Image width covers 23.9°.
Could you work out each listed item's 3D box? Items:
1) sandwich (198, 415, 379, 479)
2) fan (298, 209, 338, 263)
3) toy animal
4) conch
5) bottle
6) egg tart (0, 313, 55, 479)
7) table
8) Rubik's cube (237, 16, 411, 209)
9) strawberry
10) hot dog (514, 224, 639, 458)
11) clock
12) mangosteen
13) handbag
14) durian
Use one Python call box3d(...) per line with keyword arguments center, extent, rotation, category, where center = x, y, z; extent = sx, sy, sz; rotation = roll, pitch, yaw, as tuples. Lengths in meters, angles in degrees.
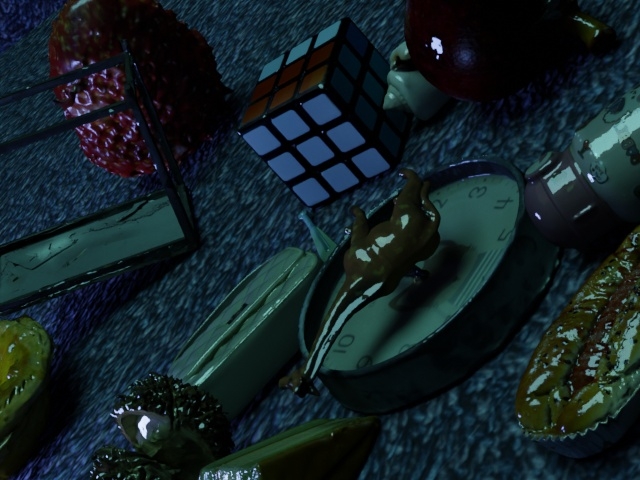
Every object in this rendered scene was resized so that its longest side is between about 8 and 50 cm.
box3d(center=(-0.019, 0.272, 1.555), extent=(0.187, 0.144, 0.117), rotation=(-17, 4, -40), category="sandwich")
box3d(center=(0.000, 0.000, 1.945), extent=(0.038, 0.016, 0.193), rotation=(-44, 25, 4), category="fan")
box3d(center=(0.039, 0.044, 1.607), extent=(0.224, 0.066, 0.229), rotation=(-34, 32, 21), category="toy animal")
box3d(center=(0.152, -0.226, 1.980), extent=(0.176, 0.104, 0.094), rotation=(-32, 8, 2), category="conch")
box3d(center=(0.316, -0.087, 1.486), extent=(0.253, 0.120, 0.120), rotation=(-35, 26, 17), category="bottle")
box3d(center=(-0.486, 0.256, 2.142), extent=(0.341, 0.129, 0.341), rotation=(-33, 26, 19), category="egg tart")
box3d(center=(-0.389, -0.094, 2.246), extent=(0.335, 0.272, 0.222), rotation=(-20, 28, 1), category="table")
box3d(center=(0.010, -0.168, 2.020), extent=(0.163, 0.162, 0.160), rotation=(-27, 30, 34), category="Rubik's cube")
box3d(center=(-0.324, -0.253, 2.439), extent=(0.292, 0.343, 0.292), rotation=(-8, 73, 28), category="strawberry")
box3d(center=(0.271, 0.078, 1.350), extent=(0.268, 0.075, 0.144), rotation=(-55, 29, -16), category="hot dog")
box3d(center=(0.114, 0.042, 1.651), extent=(0.325, 0.067, 0.325), rotation=(-34, 27, 20), category="clock")
box3d(center=(0.233, -0.280, 1.838), extent=(0.262, 0.235, 0.235), rotation=(14, 51, 15), category="mangosteen")
box3d(center=(-0.095, 0.104, 1.859), extent=(0.256, 0.079, 0.219), rotation=(-47, 21, -10), category="handbag")
box3d(center=(-0.183, 0.241, 1.682), extent=(0.196, 0.167, 0.196), rotation=(-44, 8, 8), category="durian")
